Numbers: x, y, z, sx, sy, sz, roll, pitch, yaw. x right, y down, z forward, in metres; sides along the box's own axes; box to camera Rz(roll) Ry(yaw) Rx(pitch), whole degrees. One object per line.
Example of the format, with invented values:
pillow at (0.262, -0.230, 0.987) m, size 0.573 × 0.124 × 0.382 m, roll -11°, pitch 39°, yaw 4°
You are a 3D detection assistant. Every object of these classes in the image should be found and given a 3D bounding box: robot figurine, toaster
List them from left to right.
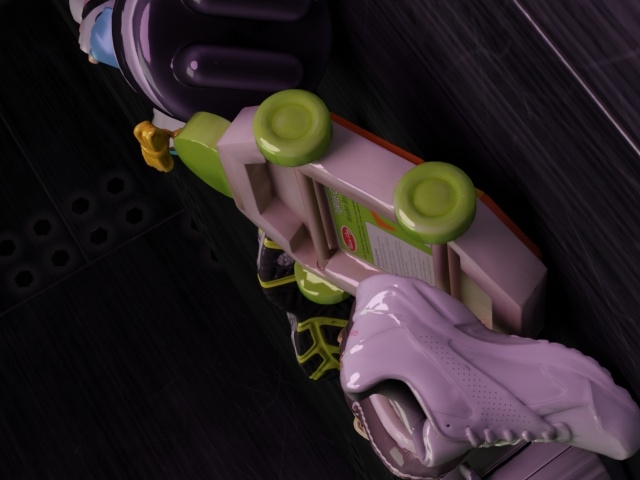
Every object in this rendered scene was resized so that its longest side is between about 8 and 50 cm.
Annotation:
robot figurine at (-0.085, -0.180, 1.331) m, size 0.173 × 0.209 × 0.278 m, roll 44°, pitch 176°, yaw -16°
toaster at (0.186, 0.250, 1.290) m, size 0.227 × 0.146 × 0.129 m, roll 64°, pitch 171°, yaw -32°

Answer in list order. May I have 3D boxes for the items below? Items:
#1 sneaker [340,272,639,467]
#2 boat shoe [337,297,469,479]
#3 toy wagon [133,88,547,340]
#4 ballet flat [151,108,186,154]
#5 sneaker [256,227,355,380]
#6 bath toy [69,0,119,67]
sneaker at (0.116, 0.119, 1.103) m, size 0.232 × 0.115 × 0.090 m, roll 23°, pitch 159°, yaw 0°
boat shoe at (0.072, 0.121, 1.343) m, size 0.324 × 0.117 × 0.096 m, roll -98°, pitch 27°, yaw -65°
toy wagon at (0.012, -0.022, 1.188) m, size 0.344 × 0.068 × 0.267 m, roll 30°, pitch 161°, yaw 19°
ballet flat at (-0.174, -0.186, 2.028) m, size 0.139 × 0.139 × 0.400 m, roll 61°, pitch 175°, yaw -9°
sneaker at (0.000, 0.000, 1.572) m, size 0.384 × 0.145 × 0.147 m, roll 88°, pitch 170°, yaw -57°
bath toy at (-0.232, -0.296, 1.974) m, size 0.151 × 0.129 × 0.348 m, roll 19°, pitch -168°, yaw -20°
